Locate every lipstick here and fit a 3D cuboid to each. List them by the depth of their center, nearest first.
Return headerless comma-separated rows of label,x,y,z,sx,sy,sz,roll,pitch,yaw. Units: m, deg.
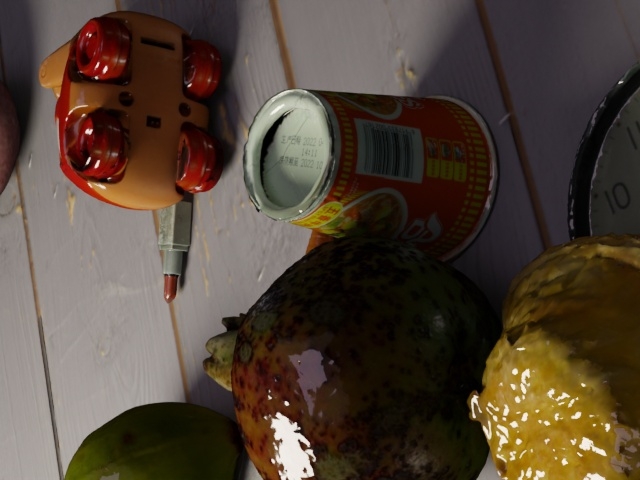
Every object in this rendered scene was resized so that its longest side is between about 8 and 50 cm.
lipstick,-0.185,0.015,1.749,0.030,0.030,0.129,-1,84,45

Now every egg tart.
egg tart,0.234,0.167,1.159,0.339,0.153,0.352,-47,57,60

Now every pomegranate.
pomegranate,0.009,0.132,1.363,0.340,0.285,0.285,1,85,45

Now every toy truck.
toy truck,-0.253,-0.159,1.740,0.239,0.189,0.265,-14,71,52

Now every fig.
fig,-0.181,0.284,1.603,0.225,0.203,0.203,-27,64,17

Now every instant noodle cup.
instant noodle cup,0.040,-0.070,1.401,0.193,0.212,0.193,-8,79,45

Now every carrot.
carrot,0.000,0.000,1.563,0.035,0.035,0.142,-3,75,45

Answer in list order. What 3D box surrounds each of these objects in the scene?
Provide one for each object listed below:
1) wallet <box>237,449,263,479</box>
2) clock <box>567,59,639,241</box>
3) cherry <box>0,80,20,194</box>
wallet,-0.011,0.325,1.512,0.262,0.071,0.221,27,109,48
clock,0.350,-0.033,1.189,0.312,0.061,0.313,-7,80,45
cherry,-0.541,-0.144,2.009,0.236,0.213,0.285,-57,20,-11
